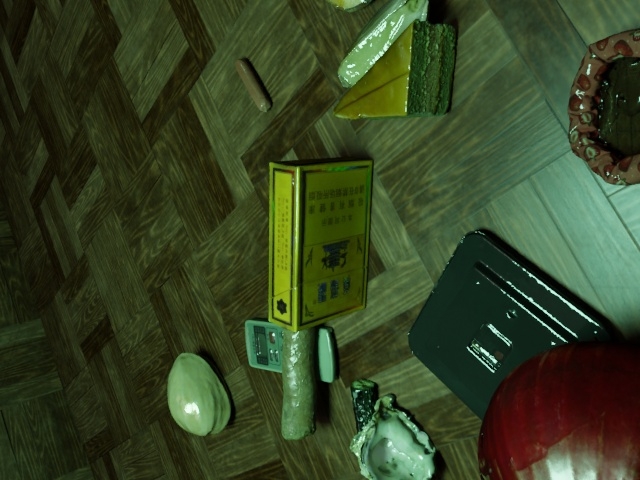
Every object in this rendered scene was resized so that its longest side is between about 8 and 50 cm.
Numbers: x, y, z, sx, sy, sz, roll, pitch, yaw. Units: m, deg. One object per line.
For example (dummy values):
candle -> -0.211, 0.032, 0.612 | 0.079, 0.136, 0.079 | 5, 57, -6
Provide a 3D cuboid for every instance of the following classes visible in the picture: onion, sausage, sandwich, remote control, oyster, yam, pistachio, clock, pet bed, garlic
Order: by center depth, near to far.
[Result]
onion -> 0.363, 0.273, 0.694 | 0.341, 0.341, 0.341 | 12, 108, 44
pet bed -> 0.381, -0.164, 0.721 | 0.201, 0.053, 0.201 | 175, 90, -75
clock -> 0.283, 0.162, 0.945 | 0.279, 0.049, 0.273 | 42, 126, 31
garlic -> 0.113, -0.337, 0.971 | 0.087, 0.101, 0.195 | 44, 126, -9
sandwich -> 0.116, -0.274, 0.974 | 0.187, 0.117, 0.144 | 10, 103, 46
oyster -> 0.139, 0.387, 1.108 | 0.081, 0.163, 0.191 | 91, -171, -61
yam -> -0.043, 0.242, 1.238 | 0.081, 0.081, 0.357 | 10, 102, 44
sausage -> -0.148, -0.342, 1.291 | 0.035, 0.030, 0.147 | -48, 65, 42
remote control -> -0.071, 0.246, 1.337 | 0.285, 0.038, 0.123 | 1, 99, 46
pistachio -> -0.328, 0.410, 1.569 | 0.157, 0.157, 0.229 | -39, 65, 43

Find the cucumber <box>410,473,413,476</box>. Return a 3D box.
cucumber -> 0.172, 0.497, 1.125 | 0.064, 0.064, 0.112 | 36, 123, 35

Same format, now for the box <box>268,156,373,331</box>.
box -> 0.000, 0.000, 1.096 | 0.084, 0.193, 0.301 | 16, 110, 44

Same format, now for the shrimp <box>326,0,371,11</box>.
shrimp -> 0.024, -0.513, 1.069 | 0.251, 0.052, 0.143 | 38, 114, 25

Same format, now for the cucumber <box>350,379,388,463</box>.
cucumber -> 0.096, 0.376, 1.181 | 0.058, 0.058, 0.187 | -10, 91, 47
